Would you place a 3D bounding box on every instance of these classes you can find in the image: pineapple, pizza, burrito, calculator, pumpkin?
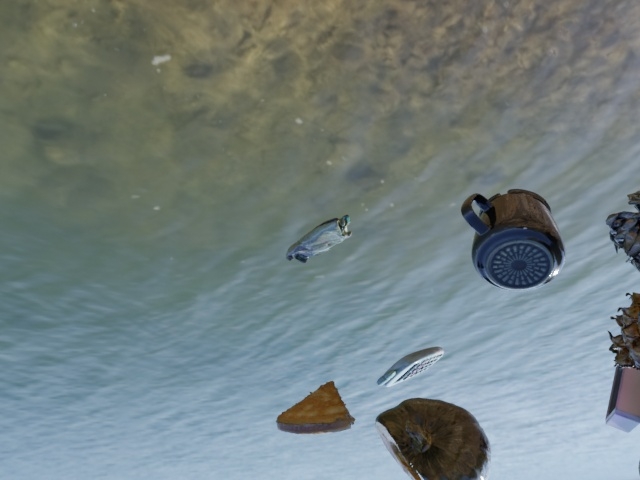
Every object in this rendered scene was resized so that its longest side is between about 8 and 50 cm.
[{"bbox_3d":[0.566,0.045,0.816,0.263,0.271,0.262,-17,-179,0],"label":"pineapple"},{"bbox_3d":[0.004,0.402,1.215,0.188,0.062,0.199,-5,-166,21],"label":"pizza"},{"bbox_3d":[-0.003,-0.002,1.514,0.096,0.066,0.309,8,155,-31],"label":"burrito"},{"bbox_3d":[0.305,0.428,1.735,0.299,0.041,0.185,-7,144,-39],"label":"calculator"},{"bbox_3d":[0.302,0.514,1.304,0.232,0.325,0.242,-35,128,-13],"label":"pumpkin"}]

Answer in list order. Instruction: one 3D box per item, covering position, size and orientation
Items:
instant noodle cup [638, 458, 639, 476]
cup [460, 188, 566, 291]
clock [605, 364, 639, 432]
[{"bbox_3d":[0.898,0.565,1.269,0.169,0.168,0.185,-12,140,13],"label":"instant noodle cup"},{"bbox_3d":[0.371,-0.019,1.011,0.223,0.176,0.169,38,130,-11],"label":"cup"},{"bbox_3d":[0.831,0.402,1.378,0.063,0.197,0.150,15,155,25],"label":"clock"}]
